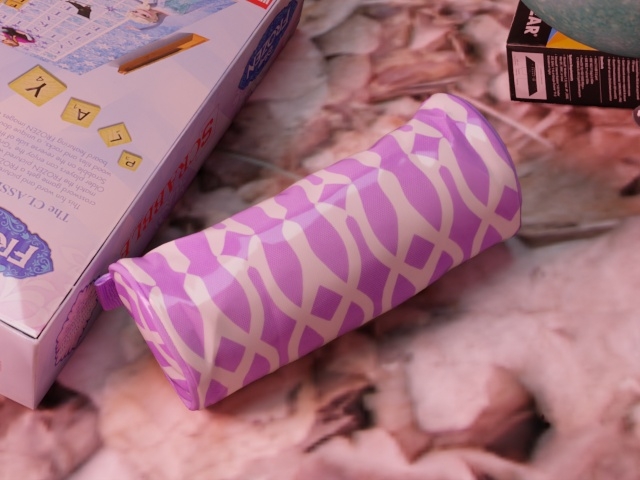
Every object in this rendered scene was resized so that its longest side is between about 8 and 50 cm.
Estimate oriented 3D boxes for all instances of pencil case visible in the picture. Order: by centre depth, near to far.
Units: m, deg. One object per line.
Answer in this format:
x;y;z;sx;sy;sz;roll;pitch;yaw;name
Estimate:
0.000;0.000;0.820;0.206;0.086;0.088;-28;53;-16;pencil case

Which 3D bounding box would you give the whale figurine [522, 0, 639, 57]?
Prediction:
0.208;-0.171;0.871;0.272;0.141;0.216;-11;18;-34;whale figurine

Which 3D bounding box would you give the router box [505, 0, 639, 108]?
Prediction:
0.187;-0.147;0.959;0.133;0.046;0.179;5;46;16;router box

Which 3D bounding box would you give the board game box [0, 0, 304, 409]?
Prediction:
-0.212;-0.104;0.921;0.318;0.066;0.318;25;52;9;board game box

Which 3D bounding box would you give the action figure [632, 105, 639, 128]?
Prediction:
0.283;-0.020;0.713;0.330;0.179;0.341;3;24;32;action figure
